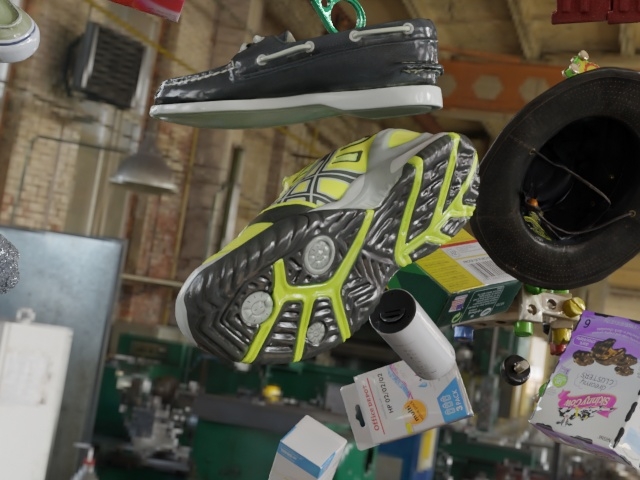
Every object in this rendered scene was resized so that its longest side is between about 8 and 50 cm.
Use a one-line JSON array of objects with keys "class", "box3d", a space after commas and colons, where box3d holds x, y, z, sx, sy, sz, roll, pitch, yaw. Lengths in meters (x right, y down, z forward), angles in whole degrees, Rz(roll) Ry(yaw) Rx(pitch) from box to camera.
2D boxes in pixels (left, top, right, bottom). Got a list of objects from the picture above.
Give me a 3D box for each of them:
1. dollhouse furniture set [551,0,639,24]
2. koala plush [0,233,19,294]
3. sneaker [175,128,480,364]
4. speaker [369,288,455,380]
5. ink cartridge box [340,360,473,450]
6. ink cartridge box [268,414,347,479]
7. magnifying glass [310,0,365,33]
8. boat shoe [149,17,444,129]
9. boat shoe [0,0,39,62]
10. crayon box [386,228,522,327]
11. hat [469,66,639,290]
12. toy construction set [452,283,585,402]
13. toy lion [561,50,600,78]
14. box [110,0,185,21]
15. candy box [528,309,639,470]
[{"class": "dollhouse furniture set", "box3d": [0.397, -0.489, 1.344, 0.152, 0.374, 0.201, 6, 27, 21]}, {"class": "koala plush", "box3d": [-0.549, 0.085, 1.451, 0.203, 0.221, 0.196, -1, -37, 33]}, {"class": "sneaker", "box3d": [0.000, 0.000, 1.049, 0.147, 0.145, 0.385, 16, 36, 43]}, {"class": "speaker", "box3d": [0.103, 0.106, 1.134, 0.055, 0.055, 0.136, 5, -26, 30]}, {"class": "ink cartridge box", "box3d": [0.118, 0.233, 1.494, 0.181, 0.104, 0.061, -21, -15, 12]}, {"class": "ink cartridge box", "box3d": [-0.029, 0.403, 1.819, 0.090, 0.143, 0.092, 30, 35, 18]}, {"class": "magnifying glass", "box3d": [0.000, -0.505, 2.161, 0.231, 0.092, 0.026, 31, -12, -29]}, {"class": "boat shoe", "box3d": [-0.027, -0.164, 1.025, 0.303, 0.091, 0.114, -2, -2, 13]}, {"class": "boat shoe", "box3d": [-0.504, -0.329, 1.338, 0.302, 0.109, 0.094, 26, -41, 9]}, {"class": "crayon box", "box3d": [0.164, 0.014, 1.755, 0.202, 0.081, 0.318, -7, 40, -43]}, {"class": "hat", "box3d": [0.351, -0.101, 1.431, 0.331, 0.331, 0.134, 10, 26, -13]}, {"class": "toy construction set", "box3d": [0.411, 0.092, 1.917, 0.257, 0.308, 0.237, 31, -30, -1]}, {"class": "toy lion", "box3d": [0.585, -0.362, 2.251, 0.096, 0.100, 0.034, 47, -41, -5]}, {"class": "box", "box3d": [-0.287, -0.406, 1.351, 0.257, 0.122, 0.128, 16, -45, -15]}, {"class": "candy box", "box3d": [0.418, 0.211, 1.481, 0.070, 0.196, 0.165, 38, -16, -31]}]
